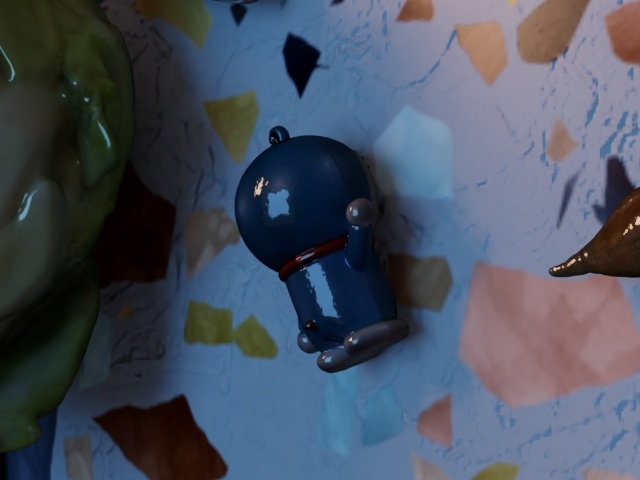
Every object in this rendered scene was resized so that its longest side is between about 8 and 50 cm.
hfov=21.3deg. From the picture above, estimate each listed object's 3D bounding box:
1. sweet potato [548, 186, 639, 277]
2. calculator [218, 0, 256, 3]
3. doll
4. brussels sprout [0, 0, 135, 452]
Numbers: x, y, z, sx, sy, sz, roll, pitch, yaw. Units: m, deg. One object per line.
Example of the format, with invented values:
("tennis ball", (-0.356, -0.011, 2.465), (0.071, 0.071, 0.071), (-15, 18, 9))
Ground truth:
("sweet potato", (0.162, -0.003, 0.861), (0.117, 0.049, 0.049), (-26, 68, 39))
("calculator", (-0.092, -0.267, 1.162), (0.268, 0.040, 0.177), (39, 114, 42))
("doll", (0.000, 0.000, 1.015), (0.114, 0.085, 0.152), (-40, 69, 50))
("brussels sprout", (-0.315, -0.062, 1.184), (0.361, 0.342, 0.425), (-154, 77, -73))
